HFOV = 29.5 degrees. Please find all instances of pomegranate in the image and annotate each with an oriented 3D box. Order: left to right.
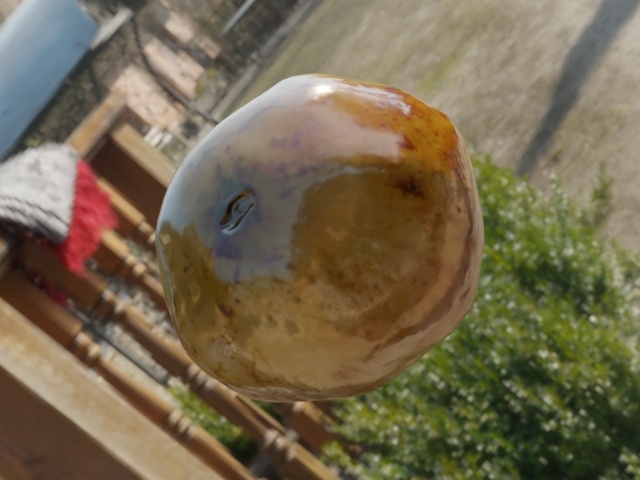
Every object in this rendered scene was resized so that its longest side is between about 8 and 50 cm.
[{"bbox_3d":[0.000,0.000,0.860,0.248,0.248,0.248,-47,12,13],"label":"pomegranate"}]
